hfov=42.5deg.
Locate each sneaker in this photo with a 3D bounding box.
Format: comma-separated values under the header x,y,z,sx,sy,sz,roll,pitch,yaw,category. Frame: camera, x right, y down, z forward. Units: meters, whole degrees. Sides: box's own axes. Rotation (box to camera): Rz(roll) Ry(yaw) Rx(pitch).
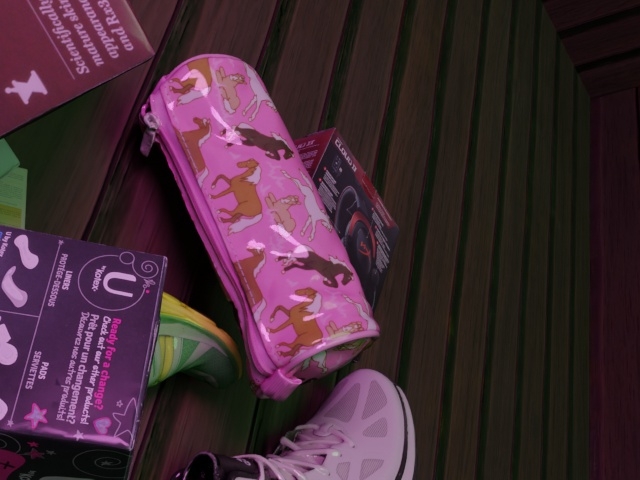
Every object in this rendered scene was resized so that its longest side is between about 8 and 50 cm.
x,y,z,sx,sy,sz,roll,pitch,yaw,category
-0.026,0.286,0.998,0.258,0.169,0.448,58,40,-31,sneaker
-0.197,0.109,0.883,0.295,0.109,0.124,38,78,-51,sneaker

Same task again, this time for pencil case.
x,y,z,sx,sy,sz,roll,pitch,yaw,category
-0.073,-0.017,0.933,0.386,0.167,0.160,63,-9,14,pencil case

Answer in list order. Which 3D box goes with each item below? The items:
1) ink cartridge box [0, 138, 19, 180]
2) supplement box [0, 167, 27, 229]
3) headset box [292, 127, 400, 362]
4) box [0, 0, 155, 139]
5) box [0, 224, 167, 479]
x,y,z,sx,sy,sz,roll,pitch,yaw,category
-0.348,-0.061,0.613,0.128,0.176,0.127,61,36,-23,ink cartridge box
-0.316,-0.025,0.779,0.062,0.036,0.099,18,65,-53,supplement box
0.000,0.000,1.183,0.218,0.110,0.293,54,40,-32,headset box
-0.246,-0.218,0.667,0.191,0.143,0.381,63,-4,-22,box
-0.211,0.129,0.654,0.142,0.247,0.164,10,53,-11,box
